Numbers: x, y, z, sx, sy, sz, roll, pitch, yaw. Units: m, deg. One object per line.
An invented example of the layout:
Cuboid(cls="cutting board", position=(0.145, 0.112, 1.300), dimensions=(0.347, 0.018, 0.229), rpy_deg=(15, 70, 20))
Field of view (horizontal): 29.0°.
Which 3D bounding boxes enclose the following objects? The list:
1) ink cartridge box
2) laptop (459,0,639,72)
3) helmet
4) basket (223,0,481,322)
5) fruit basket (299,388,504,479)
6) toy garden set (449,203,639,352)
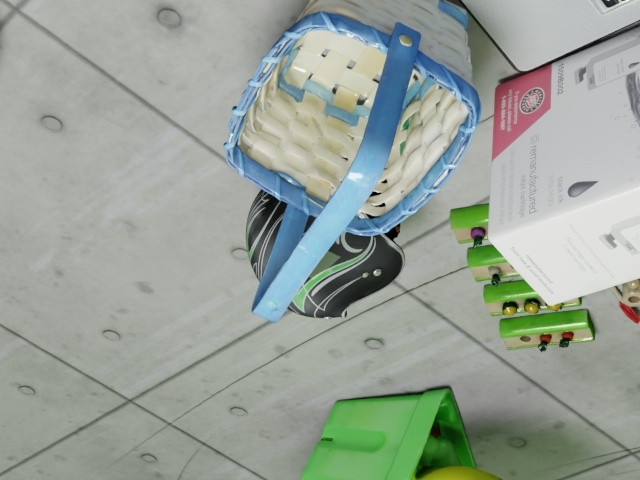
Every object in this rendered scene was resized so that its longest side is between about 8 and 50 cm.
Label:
Cuboid(cls="ink cartridge box", position=(0.302, -0.088, 1.106), dimensions=(0.283, 0.207, 0.117), rpy_deg=(-21, 132, 32))
Cuboid(cls="laptop", position=(0.213, -0.257, 0.909), dimensions=(0.407, 0.236, 0.382), rpy_deg=(-22, 129, 34))
Cuboid(cls="helmet", position=(0.000, 0.000, 1.318), dimensions=(0.161, 0.169, 0.169), rpy_deg=(-34, 124, 22))
Cuboid(cls="basket", position=(0.024, -0.094, 1.099), dimensions=(0.201, 0.289, 0.255), rpy_deg=(29, 142, -8))
Cuboid(cls="fruit basket", position=(0.141, 0.385, 1.575), dimensions=(0.391, 0.392, 0.283), rpy_deg=(-3, 138, 17))
Cuboid(cls="toy garden set", position=(0.276, 0.048, 1.394), dimensions=(0.203, 0.049, 0.244), rpy_deg=(-9, 136, 22))
